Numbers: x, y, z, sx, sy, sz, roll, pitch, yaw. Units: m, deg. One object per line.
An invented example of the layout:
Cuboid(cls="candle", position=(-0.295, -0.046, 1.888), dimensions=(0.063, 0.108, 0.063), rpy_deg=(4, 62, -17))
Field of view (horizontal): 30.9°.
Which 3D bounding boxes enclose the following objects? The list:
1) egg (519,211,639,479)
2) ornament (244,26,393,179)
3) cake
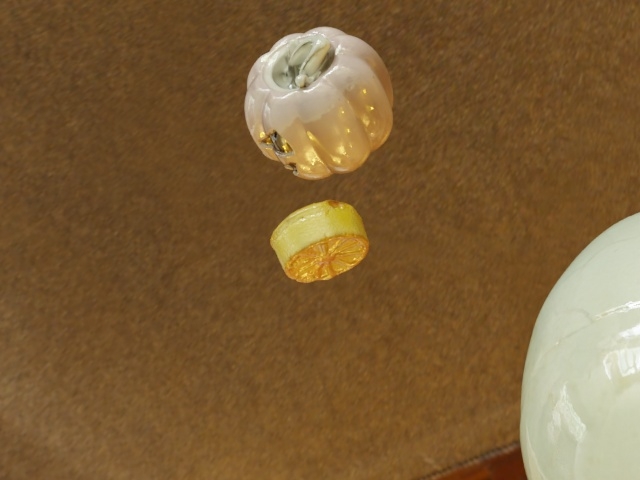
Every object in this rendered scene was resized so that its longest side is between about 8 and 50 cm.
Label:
Cuboid(cls="egg", position=(0.169, 0.072, 0.539), dimensions=(0.151, 0.209, 0.151), rpy_deg=(4, 137, 4))
Cuboid(cls="ornament", position=(-0.004, -0.166, 1.358), dimensions=(0.177, 0.177, 0.177), rpy_deg=(7, 116, 15))
Cuboid(cls="cake", position=(0.000, 0.000, 1.003), dimensions=(0.084, 0.084, 0.044), rpy_deg=(-39, 56, 29))
